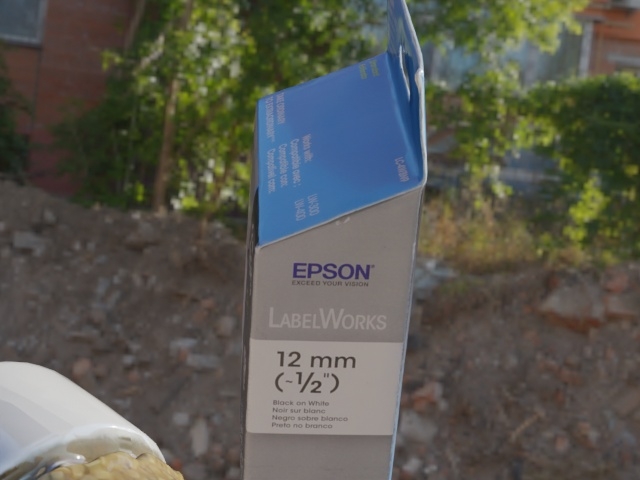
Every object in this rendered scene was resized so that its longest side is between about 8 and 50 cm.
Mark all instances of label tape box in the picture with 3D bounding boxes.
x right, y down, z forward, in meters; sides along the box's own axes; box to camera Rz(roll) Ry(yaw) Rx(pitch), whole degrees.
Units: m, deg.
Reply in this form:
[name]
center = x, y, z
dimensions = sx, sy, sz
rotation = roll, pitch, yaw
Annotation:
[label tape box]
center = 0.000, 0.000, 0.866
dimensions = 0.115, 0.347, 0.249
rotation = 1, 28, -3

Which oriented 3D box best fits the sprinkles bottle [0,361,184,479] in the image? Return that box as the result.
[sprinkles bottle]
center = 0.009, 0.162, 0.293
dimensions = 0.355, 0.121, 0.121
rotation = 29, 13, 30
